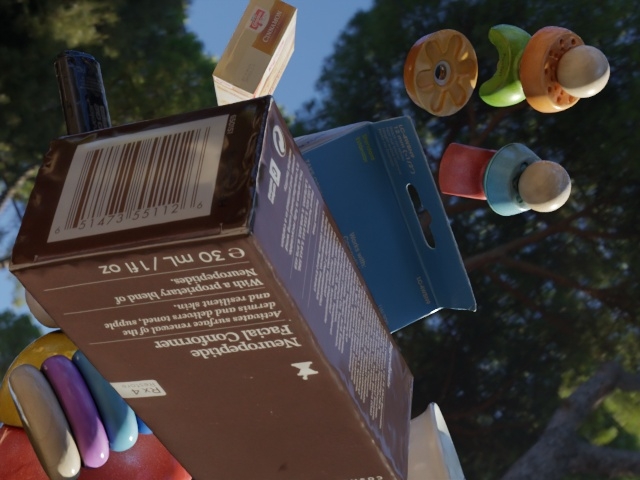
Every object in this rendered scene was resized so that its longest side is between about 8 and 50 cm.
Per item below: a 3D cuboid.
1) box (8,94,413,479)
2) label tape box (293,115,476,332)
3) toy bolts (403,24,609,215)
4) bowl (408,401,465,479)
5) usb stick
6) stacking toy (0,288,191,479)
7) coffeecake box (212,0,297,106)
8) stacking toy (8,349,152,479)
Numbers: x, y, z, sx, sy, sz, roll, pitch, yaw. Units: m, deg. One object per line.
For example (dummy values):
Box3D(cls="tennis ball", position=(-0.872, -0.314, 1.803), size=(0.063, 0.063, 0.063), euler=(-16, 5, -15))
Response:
Box3D(cls="box", position=(-0.065, 0.075, 0.863), size=(0.191, 0.143, 0.381), euler=(-9, -41, 18))
Box3D(cls="label tape box", position=(0.000, 0.000, 1.301), size=(0.348, 0.115, 0.249), euler=(-5, -69, 51))
Box3D(cls="toy bolts", position=(0.221, -0.140, 1.230), size=(0.158, 0.218, 0.228), euler=(18, -74, 51))
Box3D(cls="bowl", position=(0.152, 0.398, 1.544), size=(0.134, 0.298, 0.297), euler=(-19, -82, 7))
Box3D(cls="usb stick", position=(-0.318, -0.130, 1.462), size=(0.045, 0.077, 0.277), euler=(-21, -104, 33))
Box3D(cls="stacking toy", position=(-0.300, 0.231, 1.341), size=(0.351, 0.351, 0.479), euler=(-4, -90, 46))
Box3D(cls="coffeecake box", position=(-0.095, -0.263, 1.544), size=(0.068, 0.142, 0.185), euler=(26, -8, 1))
Box3D(cls="stacking toy", position=(-0.174, 0.145, 1.193), size=(0.141, 0.330, 0.141), euler=(48, -29, 37))
